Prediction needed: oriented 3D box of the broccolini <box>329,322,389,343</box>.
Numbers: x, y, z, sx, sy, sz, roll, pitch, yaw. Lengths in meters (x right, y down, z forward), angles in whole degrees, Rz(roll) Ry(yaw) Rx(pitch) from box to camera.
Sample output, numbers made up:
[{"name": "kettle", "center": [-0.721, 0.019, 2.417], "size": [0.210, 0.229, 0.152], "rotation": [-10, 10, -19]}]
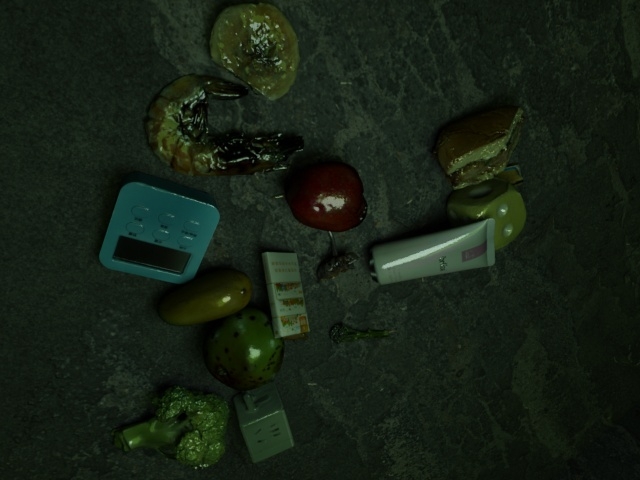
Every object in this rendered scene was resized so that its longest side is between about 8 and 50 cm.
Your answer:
[{"name": "broccolini", "center": [0.129, 0.294, 1.382], "size": [0.216, 0.058, 0.067], "rotation": [1, 152, -29]}]

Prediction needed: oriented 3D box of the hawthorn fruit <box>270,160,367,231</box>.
[{"name": "hawthorn fruit", "center": [-0.004, -0.114, 1.083], "size": [0.251, 0.189, 0.190], "rotation": [4, 109, -16]}]

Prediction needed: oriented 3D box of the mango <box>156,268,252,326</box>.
[{"name": "mango", "center": [-0.296, 0.145, 1.088], "size": [0.250, 0.156, 0.114], "rotation": [-14, 113, -6]}]

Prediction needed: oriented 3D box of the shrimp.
[{"name": "shrimp", "center": [-0.215, -0.266, 1.003], "size": [0.364, 0.071, 0.233], "rotation": [-6, 107, -14]}]

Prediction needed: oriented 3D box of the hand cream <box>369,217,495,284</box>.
[{"name": "hand cream", "center": [0.321, 0.043, 1.237], "size": [0.358, 0.118, 0.186], "rotation": [-12, 128, 10]}]

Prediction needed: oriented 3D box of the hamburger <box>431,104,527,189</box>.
[{"name": "hamburger", "center": [0.445, -0.268, 1.208], "size": [0.155, 0.245, 0.282], "rotation": [74, 31, -52]}]

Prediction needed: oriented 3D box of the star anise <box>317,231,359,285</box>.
[{"name": "star anise", "center": [0.000, 0.000, 1.221], "size": [0.148, 0.218, 0.228], "rotation": [-27, 78, 23]}]

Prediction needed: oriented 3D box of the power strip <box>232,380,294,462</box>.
[{"name": "power strip", "center": [-0.178, 0.523, 1.293], "size": [0.140, 0.139, 0.225], "rotation": [-17, 116, -13]}]

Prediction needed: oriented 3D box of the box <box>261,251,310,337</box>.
[{"name": "box", "center": [-0.091, 0.140, 1.139], "size": [0.122, 0.032, 0.221], "rotation": [6, 69, -54]}]

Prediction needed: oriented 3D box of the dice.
[{"name": "dice", "center": [0.500, -0.081, 1.298], "size": [0.169, 0.166, 0.169], "rotation": [-31, 119, -7]}]

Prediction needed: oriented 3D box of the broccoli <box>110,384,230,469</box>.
[{"name": "broccoli", "center": [-0.394, 0.528, 1.183], "size": [0.302, 0.186, 0.254], "rotation": [10, 116, -31]}]

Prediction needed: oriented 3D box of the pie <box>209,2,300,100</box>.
[{"name": "pie", "center": [-0.139, -0.436, 0.970], "size": [0.218, 0.052, 0.185], "rotation": [25, 95, -30]}]

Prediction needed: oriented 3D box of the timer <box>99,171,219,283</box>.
[{"name": "timer", "center": [-0.384, -0.013, 1.025], "size": [0.231, 0.091, 0.250], "rotation": [16, 108, -27]}]

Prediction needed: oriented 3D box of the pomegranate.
[{"name": "pomegranate", "center": [-0.180, 0.292, 1.176], "size": [0.285, 0.230, 0.231], "rotation": [2, 113, -55]}]

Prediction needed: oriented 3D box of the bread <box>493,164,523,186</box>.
[{"name": "bread", "center": [0.583, -0.197, 1.349], "size": [0.105, 0.053, 0.072], "rotation": [-13, 86, -19]}]
